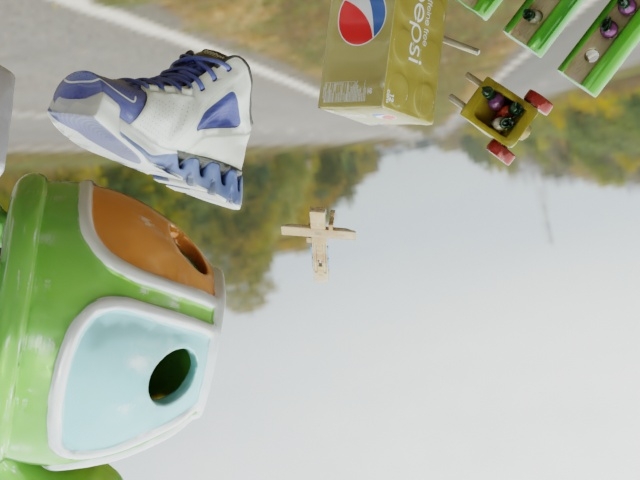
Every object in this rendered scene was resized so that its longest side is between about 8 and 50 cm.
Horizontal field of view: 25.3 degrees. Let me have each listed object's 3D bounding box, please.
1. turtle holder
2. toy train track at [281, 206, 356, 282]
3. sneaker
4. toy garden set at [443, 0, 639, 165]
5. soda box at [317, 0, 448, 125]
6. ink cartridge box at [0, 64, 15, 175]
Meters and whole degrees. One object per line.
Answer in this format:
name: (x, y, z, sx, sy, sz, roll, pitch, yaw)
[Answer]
turtle holder: (-0.211, 0.108, 1.252, 0.228, 0.320, 0.243, 9, 177, -12)
toy train track: (0.000, 0.000, 0.925, 0.048, 0.014, 0.083, 5, 147, 5)
sneaker: (-0.189, -0.172, 1.778, 0.127, 0.182, 0.315, 12, 170, 38)
toy garden set: (0.158, -0.208, 1.312, 0.203, 0.244, 0.049, -53, 153, 5)
soda box: (0.049, -0.171, 0.973, 0.058, 0.181, 0.061, 4, 174, 40)
ink cartridge box: (-0.291, -0.021, 0.568, 0.311, 0.065, 0.186, -31, 133, 31)
